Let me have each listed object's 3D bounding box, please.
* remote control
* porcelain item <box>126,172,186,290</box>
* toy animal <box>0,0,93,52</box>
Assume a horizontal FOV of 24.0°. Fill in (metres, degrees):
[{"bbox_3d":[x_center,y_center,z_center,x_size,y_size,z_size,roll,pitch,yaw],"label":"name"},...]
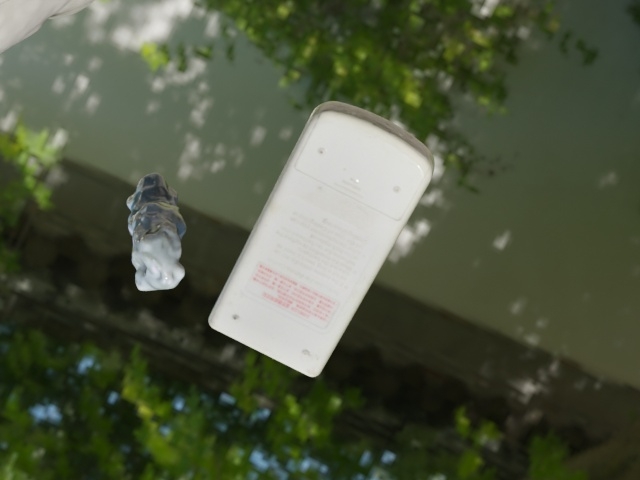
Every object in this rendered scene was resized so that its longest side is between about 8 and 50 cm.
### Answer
[{"bbox_3d":[0.000,0.000,0.975,0.087,0.190,0.029,26,-149,-3],"label":"remote control"},{"bbox_3d":[-0.082,-0.003,0.762,0.028,0.036,0.083,3,-149,-13],"label":"porcelain item"},{"bbox_3d":[-0.152,-0.193,0.617,0.271,0.265,0.206,18,155,10],"label":"toy animal"}]
